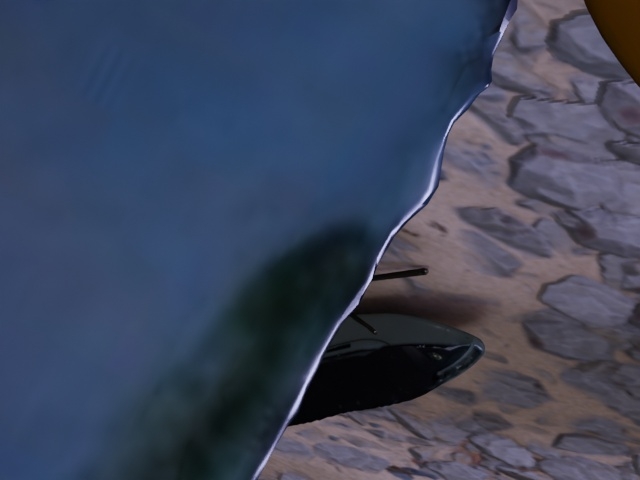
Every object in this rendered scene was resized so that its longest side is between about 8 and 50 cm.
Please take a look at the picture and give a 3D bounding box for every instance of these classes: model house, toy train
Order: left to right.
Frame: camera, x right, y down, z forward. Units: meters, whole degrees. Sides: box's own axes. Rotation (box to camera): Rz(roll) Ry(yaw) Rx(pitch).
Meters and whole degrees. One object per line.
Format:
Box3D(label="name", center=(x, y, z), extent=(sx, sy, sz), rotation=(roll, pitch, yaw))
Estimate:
Box3D(label="model house", center=(-0.189, -0.068, 0.659), extent=(0.360, 0.297, 0.339), rotation=(26, -175, -20))
Box3D(label="toy train", center=(-0.001, 0.067, 1.039), extent=(0.252, 0.048, 0.055), rotation=(-16, 135, 42))

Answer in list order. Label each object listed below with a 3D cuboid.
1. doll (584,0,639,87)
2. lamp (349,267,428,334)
Box3D(label="doll", center=(0.180, -0.102, 0.406), extent=(0.213, 0.213, 0.236), rotation=(22, 117, -10))
Box3D(label="lamp", center=(-0.001, -0.001, 0.909), extent=(0.054, 0.041, 0.121), rotation=(8, 153, 39))
